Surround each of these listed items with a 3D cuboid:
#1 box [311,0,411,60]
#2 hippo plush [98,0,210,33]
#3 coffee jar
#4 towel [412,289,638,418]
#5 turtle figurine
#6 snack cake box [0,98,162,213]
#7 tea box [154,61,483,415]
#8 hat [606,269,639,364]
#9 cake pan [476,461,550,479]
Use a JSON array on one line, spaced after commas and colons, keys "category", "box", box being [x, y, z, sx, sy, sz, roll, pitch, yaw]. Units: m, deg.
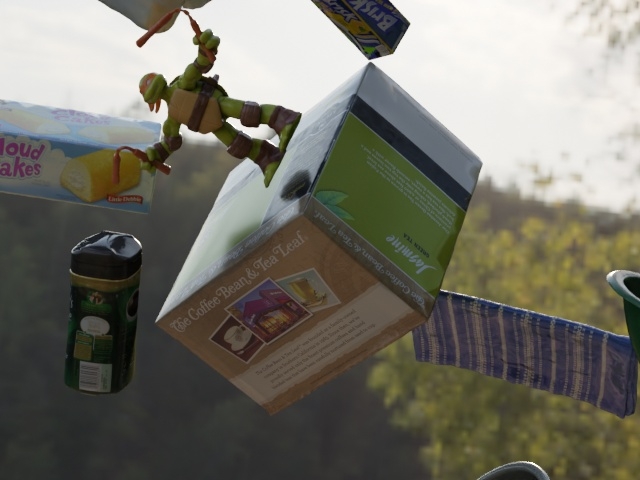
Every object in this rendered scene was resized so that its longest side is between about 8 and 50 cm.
[{"category": "box", "box": [0.038, -0.313, 2.089, 0.169, 0.059, 0.054, 43, -29, -27]}, {"category": "hippo plush", "box": [-0.253, -0.439, 2.071, 0.294, 0.234, 0.236, 19, -47, 6]}, {"category": "coffee jar", "box": [-0.259, 0.085, 1.914, 0.079, 0.184, 0.096, 9, 16, 8]}, {"category": "towel", "box": [0.283, 0.157, 2.262, 0.336, 0.040, 0.243, 13, -24, 15]}, {"category": "turtle figurine", "box": [-0.144, -0.150, 1.997, 0.217, 0.269, 0.087, 26, 31, -1]}, {"category": "snack cake box", "box": [-0.354, -0.119, 2.192, 0.264, 0.089, 0.152, 8, 22, -7]}, {"category": "tea box", "box": [0.000, 0.000, 2.115, 0.220, 0.323, 0.329, 40, -46, -16]}, {"category": "hat", "box": [0.381, 0.161, 1.808, 0.208, 0.183, 0.173, 29, 17, 20]}, {"category": "cake pan", "box": [0.149, 0.355, 1.577, 0.054, 0.293, 0.293, 36, -12, -13]}]
